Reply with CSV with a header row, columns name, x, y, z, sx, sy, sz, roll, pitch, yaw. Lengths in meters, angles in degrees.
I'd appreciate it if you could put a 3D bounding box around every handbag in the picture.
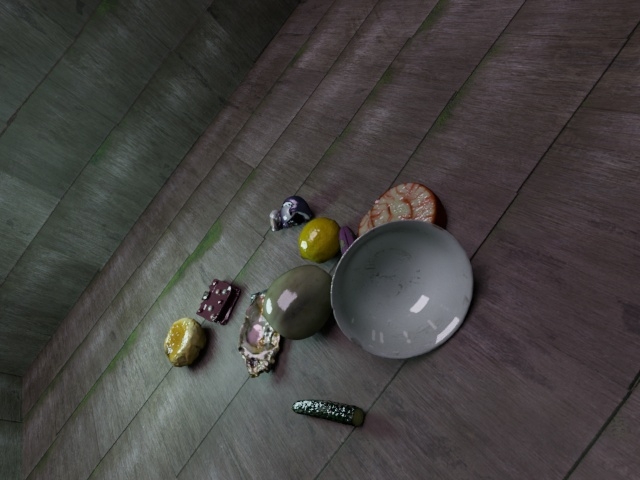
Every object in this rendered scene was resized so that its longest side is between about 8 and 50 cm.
name,x,y,z,sx,sy,sz,roll,pitch,yaw
handbag,-0.510,0.298,1.996,0.216,0.074,0.203,11,70,45

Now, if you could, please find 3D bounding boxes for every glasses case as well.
name,x,y,z,sx,sy,sz,roll,pitch,yaw
glasses case,0.121,0.054,1.516,0.075,0.123,0.316,-20,29,6

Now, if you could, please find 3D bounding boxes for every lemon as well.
name,x,y,z,sx,sy,sz,roll,pitch,yaw
lemon,0.002,-0.001,1.674,0.193,0.181,0.180,-33,35,-27

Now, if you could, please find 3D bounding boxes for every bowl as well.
name,x,y,z,sx,sy,sz,roll,pitch,yaw
bowl,0.236,0.133,1.287,0.435,0.434,0.196,-49,11,4

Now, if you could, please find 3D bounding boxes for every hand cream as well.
name,x,y,z,sx,sy,sz,roll,pitch,yaw
hand cream,-0.225,0.243,1.811,0.247,0.052,0.075,-27,25,33

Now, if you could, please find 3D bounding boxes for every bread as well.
name,x,y,z,sx,sy,sz,roll,pitch,yaw
bread,0.300,-0.055,1.489,0.328,0.114,0.295,-47,43,6
bread,-0.646,0.492,1.943,0.244,0.134,0.245,-24,50,32

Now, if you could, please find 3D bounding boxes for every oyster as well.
name,x,y,z,sx,sy,sz,roll,pitch,yaw
oyster,-0.245,0.397,1.690,0.200,0.107,0.355,7,56,14

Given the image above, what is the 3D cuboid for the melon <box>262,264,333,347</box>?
name,x,y,z,sx,sy,sz,roll,pitch,yaw
melon,-0.078,0.236,1.530,0.307,0.272,0.272,-28,45,1

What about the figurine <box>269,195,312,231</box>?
name,x,y,z,sx,sy,sz,roll,pitch,yaw
figurine,-0.142,-0.132,1.918,0.222,0.145,0.146,-17,53,34

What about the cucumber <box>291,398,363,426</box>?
name,x,y,z,sx,sy,sz,roll,pitch,yaw
cucumber,0.011,0.570,1.363,0.293,0.067,0.068,-9,58,40
